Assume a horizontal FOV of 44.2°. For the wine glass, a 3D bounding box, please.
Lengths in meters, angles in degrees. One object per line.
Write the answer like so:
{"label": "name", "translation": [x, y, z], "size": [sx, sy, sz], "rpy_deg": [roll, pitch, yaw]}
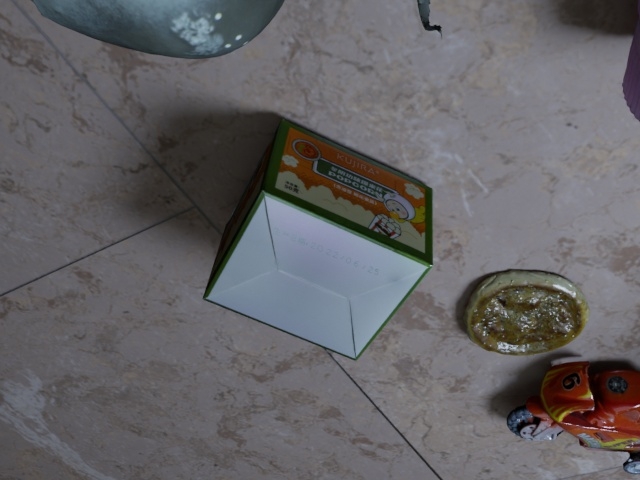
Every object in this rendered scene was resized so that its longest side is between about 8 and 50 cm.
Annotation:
{"label": "wine glass", "translation": [-0.064, -0.259, 0.605], "size": [0.323, 0.238, 0.238], "rpy_deg": [3, 132, 10]}

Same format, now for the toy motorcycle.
{"label": "toy motorcycle", "translation": [0.404, 0.231, 1.059], "size": [0.298, 0.089, 0.171], "rpy_deg": [-1, 131, 10]}

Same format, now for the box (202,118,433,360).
{"label": "box", "translation": [0.000, 0.000, 0.879], "size": [0.195, 0.148, 0.177], "rpy_deg": [23, 129, -11]}

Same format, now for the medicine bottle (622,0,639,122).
{"label": "medicine bottle", "translation": [0.340, -0.217, 0.587], "size": [0.178, 0.178, 0.290], "rpy_deg": [1, 140, 8]}

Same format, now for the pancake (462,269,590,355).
{"label": "pancake", "translation": [0.261, 0.098, 1.005], "size": [0.158, 0.028, 0.158], "rpy_deg": [3, 130, 4]}
